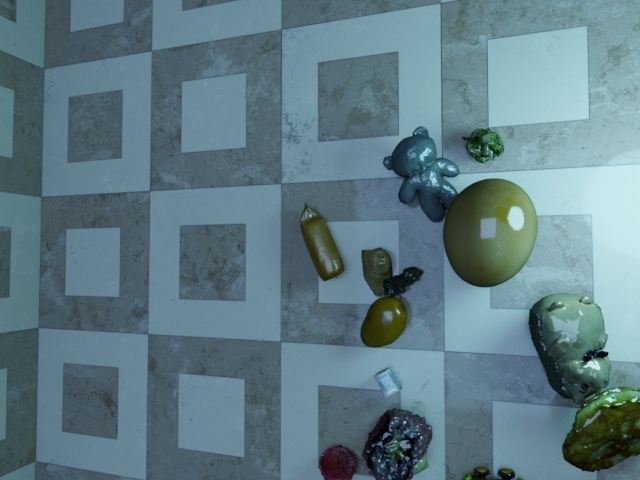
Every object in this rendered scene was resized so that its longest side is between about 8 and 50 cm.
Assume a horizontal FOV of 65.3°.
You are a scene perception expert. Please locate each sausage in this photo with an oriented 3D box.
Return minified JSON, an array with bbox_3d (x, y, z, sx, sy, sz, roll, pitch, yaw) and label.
[{"bbox_3d":[-0.006,0.001,1.998,0.112,0.112,0.328,-25,80,17],"label":"sausage"}]

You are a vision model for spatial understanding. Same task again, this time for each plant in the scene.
[{"bbox_3d":[0.307,0.153,1.884,0.174,0.087,0.085,-31,64,-15],"label":"plant"}]

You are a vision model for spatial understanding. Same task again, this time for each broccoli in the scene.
[{"bbox_3d":[0.588,-0.344,1.796,0.130,0.120,0.131,-16,80,4],"label":"broccoli"}]

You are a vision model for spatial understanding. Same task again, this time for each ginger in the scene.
[{"bbox_3d":[0.225,0.121,1.912,0.115,0.122,0.193,-12,90,-2],"label":"ginger"}]

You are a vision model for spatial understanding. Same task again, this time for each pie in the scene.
[{"bbox_3d":[0.917,0.595,1.574,0.355,0.103,0.288,-23,120,0],"label":"pie"}]

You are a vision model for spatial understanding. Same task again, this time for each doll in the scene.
[{"bbox_3d":[0.819,0.348,1.629,0.248,0.247,0.349,-5,96,19],"label":"doll"},{"bbox_3d":[0.386,-0.236,1.868,0.246,0.158,0.340,-36,106,9],"label":"doll"}]

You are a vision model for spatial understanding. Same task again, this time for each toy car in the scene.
[{"bbox_3d":[0.606,0.908,1.728,0.248,0.142,0.200,-6,85,17],"label":"toy car"}]

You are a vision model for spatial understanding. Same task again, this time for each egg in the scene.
[{"bbox_3d":[0.568,-0.025,1.694,0.301,0.301,0.373,14,94,19],"label":"egg"}]

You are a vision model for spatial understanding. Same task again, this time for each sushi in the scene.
[{"bbox_3d":[0.289,0.759,1.831,0.237,0.171,0.270,36,95,17],"label":"sushi"}]

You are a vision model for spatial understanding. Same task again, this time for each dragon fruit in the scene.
[{"bbox_3d":[0.063,0.892,1.948,0.153,0.153,0.110,22,128,19],"label":"dragon fruit"}]

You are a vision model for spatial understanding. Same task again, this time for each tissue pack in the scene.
[{"bbox_3d":[0.256,0.541,1.909,0.074,0.059,0.094,-31,79,14],"label":"tissue pack"}]

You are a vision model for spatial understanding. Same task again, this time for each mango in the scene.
[{"bbox_3d":[0.241,0.316,1.893,0.152,0.120,0.221,28,104,21],"label":"mango"}]
